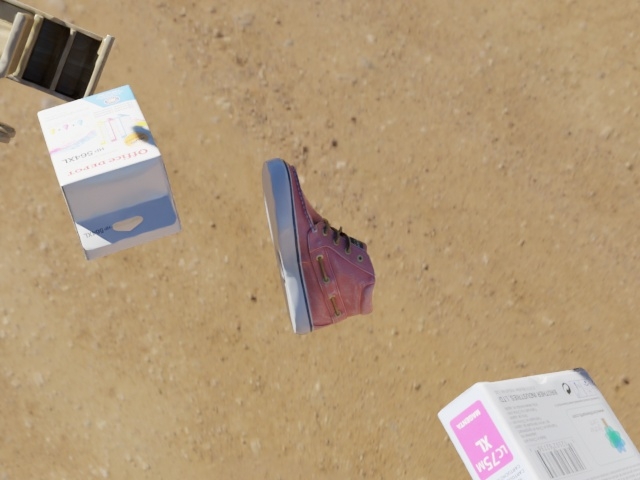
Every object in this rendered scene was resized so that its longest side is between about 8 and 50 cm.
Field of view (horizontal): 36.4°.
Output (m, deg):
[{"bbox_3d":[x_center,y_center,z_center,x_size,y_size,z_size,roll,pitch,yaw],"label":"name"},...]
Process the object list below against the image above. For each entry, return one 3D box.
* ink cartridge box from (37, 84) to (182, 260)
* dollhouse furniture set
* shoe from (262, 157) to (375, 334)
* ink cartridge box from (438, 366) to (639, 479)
[{"bbox_3d":[-0.189,-0.058,0.883,0.092,0.090,0.143,-20,43,-12],"label":"ink cartridge box"},{"bbox_3d":[-0.343,-0.228,1.180,0.161,0.242,0.212,21,97,-16],"label":"dollhouse furniture set"},{"bbox_3d":[0.000,0.000,0.874,0.081,0.178,0.063,-14,30,-8],"label":"shoe"},{"bbox_3d":[0.236,0.252,0.787,0.185,0.065,0.311,3,48,-48],"label":"ink cartridge box"}]
